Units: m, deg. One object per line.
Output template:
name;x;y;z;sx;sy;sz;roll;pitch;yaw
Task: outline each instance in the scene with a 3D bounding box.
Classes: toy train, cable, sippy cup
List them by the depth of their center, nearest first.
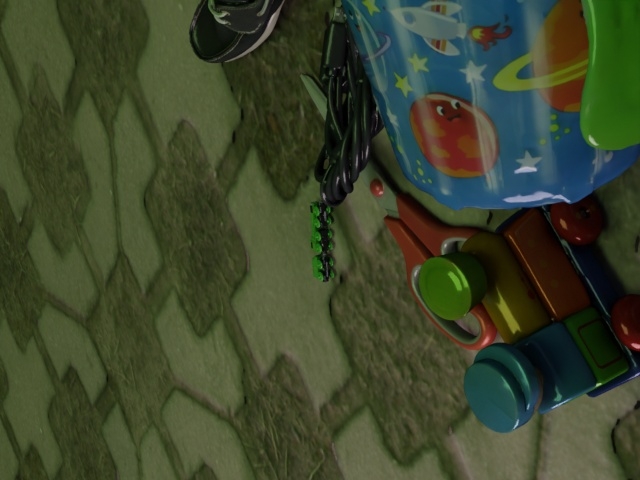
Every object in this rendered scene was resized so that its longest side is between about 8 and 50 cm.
sippy cup;0.117;-0.149;0.726;0.240;0.305;0.224;1;121;22
toy train;0.126;0.011;0.831;0.105;0.143;0.248;-42;72;51
cable;0.031;-0.114;0.928;0.150;0.047;0.184;-132;50;-72
toy train;0.000;0.000;1.094;0.024;0.017;0.083;29;127;55

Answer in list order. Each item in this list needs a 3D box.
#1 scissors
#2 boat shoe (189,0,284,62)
scissors;0.058;-0.026;1.005;0.297;0.021;0.109;44;136;30
boat shoe;-0.072;-0.232;1.033;0.233;0.079;0.084;-36;78;54
